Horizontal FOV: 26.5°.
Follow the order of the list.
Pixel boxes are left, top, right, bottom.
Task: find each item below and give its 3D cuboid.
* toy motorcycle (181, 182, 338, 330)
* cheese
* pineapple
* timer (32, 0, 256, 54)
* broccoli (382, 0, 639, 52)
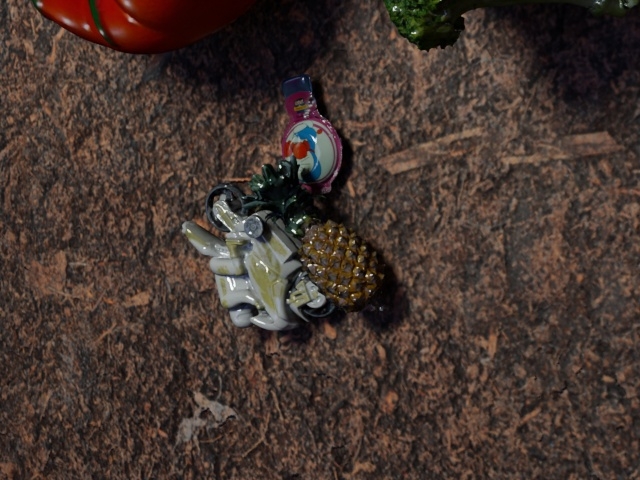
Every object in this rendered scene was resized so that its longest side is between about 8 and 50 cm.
[{"bbox_3d":[-0.080,0.038,1.691,0.229,0.074,0.151,41,116,13],"label":"toy motorcycle"},{"bbox_3d":[-0.014,-0.126,1.629,0.095,0.038,0.145,-11,94,38],"label":"cheese"},{"bbox_3d":[-0.001,0.000,1.590,0.083,0.103,0.221,-41,88,13],"label":"pineapple"},{"bbox_3d":[-0.212,-0.403,1.545,0.378,0.279,0.378,27,140,25],"label":"timer"},{"bbox_3d":[0.192,-0.319,1.298,0.283,0.303,0.321,30,146,-8],"label":"broccoli"}]
